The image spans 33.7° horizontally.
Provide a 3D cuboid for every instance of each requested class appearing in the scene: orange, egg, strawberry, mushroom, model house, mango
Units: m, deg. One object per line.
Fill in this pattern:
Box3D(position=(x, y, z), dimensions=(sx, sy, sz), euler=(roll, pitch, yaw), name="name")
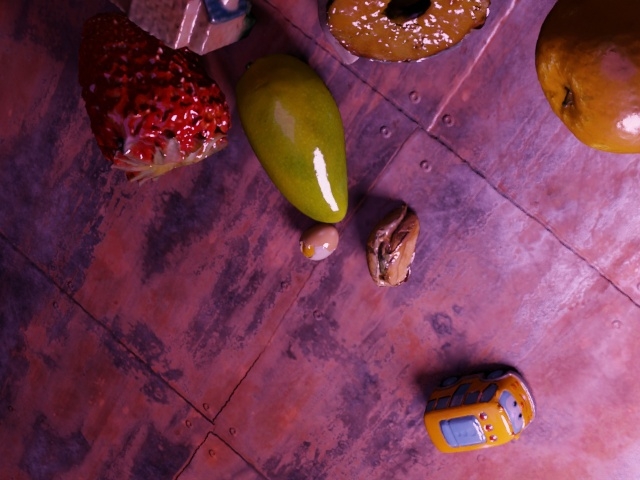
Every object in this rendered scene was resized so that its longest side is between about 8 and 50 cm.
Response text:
Box3D(position=(0.458, -0.269, 1.582), dimensions=(0.279, 0.235, 0.279), euler=(57, 171, 15), name="orange")
Box3D(position=(0.000, 0.000, 2.116), dimensions=(0.083, 0.071, 0.071), euler=(-34, 93, 37), name="egg")
Box3D(position=(-0.332, -0.299, 2.084), dimensions=(0.292, 0.292, 0.344), euler=(-17, 85, 37), name="strawberry")
Box3D(position=(0.026, -0.429, 1.873), dimensions=(0.116, 0.093, 0.225), euler=(-4, 118, 57), name="mushroom")
Box3D(position=(-0.239, -0.534, 1.890), dimensions=(0.312, 0.245, 0.280), euler=(36, 126, 16), name="model house")
Box3D(position=(-0.038, -0.189, 1.994), dimensions=(0.192, 0.156, 0.343), euler=(-11, 111, 44), name="mango")

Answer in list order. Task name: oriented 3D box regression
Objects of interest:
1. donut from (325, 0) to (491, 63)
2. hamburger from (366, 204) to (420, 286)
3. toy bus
Box3D(position=(0.145, -0.409, 1.738), dimensions=(0.271, 0.107, 0.272), euler=(0, 152, 0), name="donut")
Box3D(position=(0.122, 0.020, 2.032), dimensions=(0.087, 0.102, 0.176), euler=(33, 128, 29), name="hamburger")
Box3D(position=(0.303, 0.339, 2.054), dimensions=(0.209, 0.136, 0.126), euler=(-17, 104, 35), name="toy bus")
